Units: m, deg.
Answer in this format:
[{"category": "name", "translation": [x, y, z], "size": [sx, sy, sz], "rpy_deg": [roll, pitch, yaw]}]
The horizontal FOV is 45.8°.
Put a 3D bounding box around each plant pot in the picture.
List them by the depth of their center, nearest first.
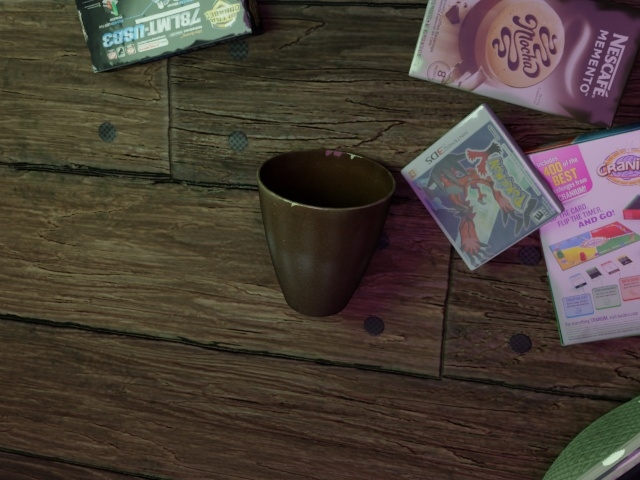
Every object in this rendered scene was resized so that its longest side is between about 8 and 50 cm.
[{"category": "plant pot", "translation": [0.000, 0.000, 1.224], "size": [0.215, 0.215, 0.231], "rpy_deg": [12, 121, 11]}]

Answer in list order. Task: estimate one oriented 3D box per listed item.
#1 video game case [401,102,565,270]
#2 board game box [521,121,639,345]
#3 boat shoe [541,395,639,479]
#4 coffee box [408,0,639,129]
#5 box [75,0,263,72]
[{"category": "video game case", "translation": [0.246, -0.079, 1.177], "size": [0.183, 0.023, 0.201], "rpy_deg": [-39, 84, 38]}, {"category": "board game box", "translation": [0.459, -0.012, 1.158], "size": [0.242, 0.064, 0.317], "rpy_deg": [-11, 101, 17]}, {"category": "boat shoe", "translation": [0.551, 0.307, 1.157], "size": [0.500, 0.187, 0.156], "rpy_deg": [-39, 86, 15]}, {"category": "coffee box", "translation": [0.298, -0.284, 1.100], "size": [0.297, 0.119, 0.168], "rpy_deg": [17, 107, 10]}, {"category": "box", "translation": [-0.267, -0.449, 1.232], "size": [0.295, 0.073, 0.294], "rpy_deg": [-10, 102, 17]}]
